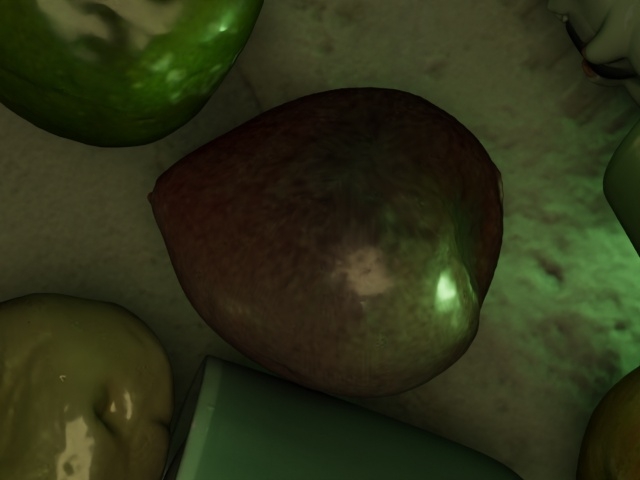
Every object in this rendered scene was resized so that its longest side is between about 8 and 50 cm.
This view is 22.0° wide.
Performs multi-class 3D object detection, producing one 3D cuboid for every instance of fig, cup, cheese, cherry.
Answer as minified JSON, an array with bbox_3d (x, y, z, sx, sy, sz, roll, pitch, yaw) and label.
[{"bbox_3d":[-0.183,-0.211,1.157,0.314,0.233,0.233,43,92,4],"label":"fig"},{"bbox_3d":[-0.009,0.284,1.213,0.275,0.259,0.356,18,125,-4],"label":"cup"},{"bbox_3d":[-0.209,0.147,1.191,0.235,0.117,0.218,-42,61,23],"label":"cheese"},{"bbox_3d":[0.010,0.004,1.192,0.239,0.239,0.206,-40,132,2],"label":"cherry"}]

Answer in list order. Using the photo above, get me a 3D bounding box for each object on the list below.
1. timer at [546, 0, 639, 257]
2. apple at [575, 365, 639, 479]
[{"bbox_3d":[0.279,-0.139,1.180,0.291,0.291,0.315,-39,74,2],"label":"timer"},{"bbox_3d":[0.318,0.208,1.193,0.233,0.286,0.286,-10,96,-8],"label":"apple"}]
